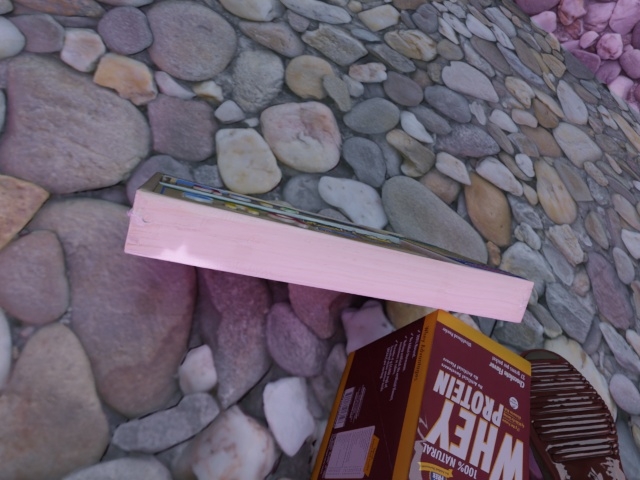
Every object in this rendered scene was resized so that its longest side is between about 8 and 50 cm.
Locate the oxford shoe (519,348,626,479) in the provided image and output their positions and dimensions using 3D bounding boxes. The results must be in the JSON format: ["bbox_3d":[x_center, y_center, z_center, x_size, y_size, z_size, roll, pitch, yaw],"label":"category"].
[{"bbox_3d":[0.363,0.329,0.589,0.123,0.130,0.348,-4,43,7],"label":"oxford shoe"}]

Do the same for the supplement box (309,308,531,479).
[{"bbox_3d":[0.105,0.212,0.448,0.129,0.194,0.191,31,52,-9],"label":"supplement box"}]

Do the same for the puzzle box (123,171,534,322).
[{"bbox_3d":[0.000,0.000,0.489,0.409,0.272,0.052,13,98,-22],"label":"puzzle box"}]
